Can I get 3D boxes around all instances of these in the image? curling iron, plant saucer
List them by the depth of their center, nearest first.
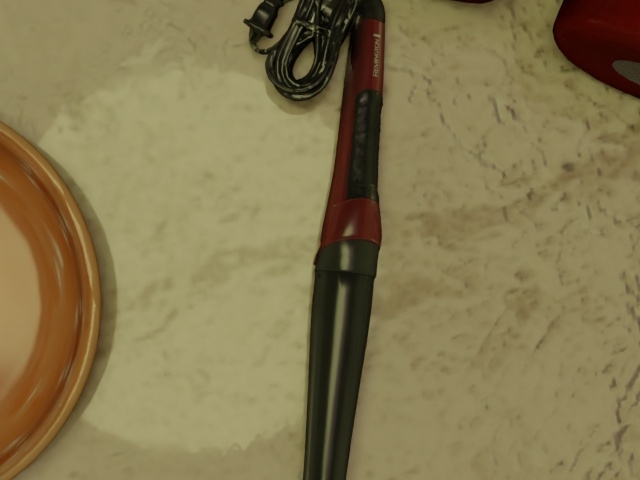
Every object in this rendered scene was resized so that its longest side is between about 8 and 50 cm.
[{"bbox_3d":[-0.201,0.030,0.610,0.200,0.037,0.200,0,88,-3],"label":"plant saucer"},{"bbox_3d":[0.000,0.000,0.621,0.068,0.035,0.274,-1,87,2],"label":"curling iron"}]

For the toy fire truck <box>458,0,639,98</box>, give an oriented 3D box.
[{"bbox_3d":[0.128,-0.183,0.524,0.302,0.254,0.169,25,86,-1],"label":"toy fire truck"}]
